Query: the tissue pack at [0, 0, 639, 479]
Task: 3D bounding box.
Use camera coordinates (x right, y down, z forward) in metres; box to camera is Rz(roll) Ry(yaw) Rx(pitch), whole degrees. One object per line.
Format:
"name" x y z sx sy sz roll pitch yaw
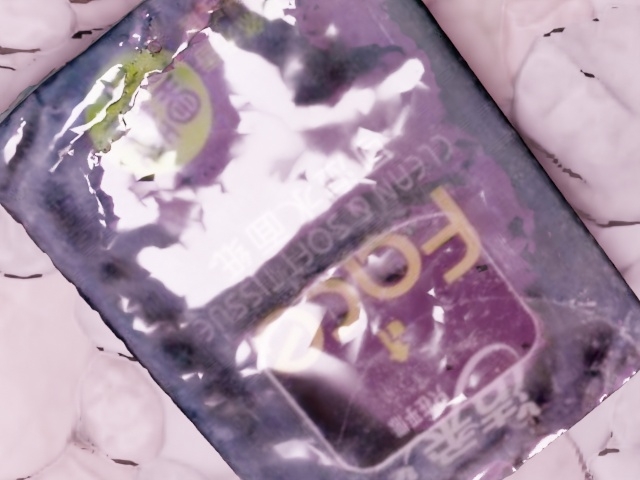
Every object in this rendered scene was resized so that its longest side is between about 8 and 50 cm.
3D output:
"tissue pack" 0.000 0.000 0.509 0.173 0.073 0.235 -36 105 5
